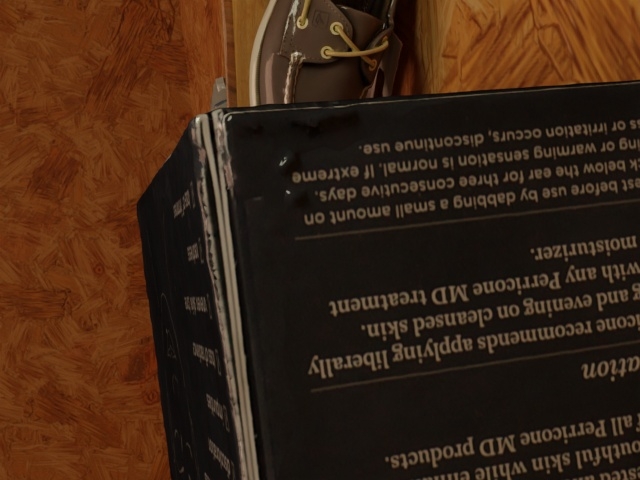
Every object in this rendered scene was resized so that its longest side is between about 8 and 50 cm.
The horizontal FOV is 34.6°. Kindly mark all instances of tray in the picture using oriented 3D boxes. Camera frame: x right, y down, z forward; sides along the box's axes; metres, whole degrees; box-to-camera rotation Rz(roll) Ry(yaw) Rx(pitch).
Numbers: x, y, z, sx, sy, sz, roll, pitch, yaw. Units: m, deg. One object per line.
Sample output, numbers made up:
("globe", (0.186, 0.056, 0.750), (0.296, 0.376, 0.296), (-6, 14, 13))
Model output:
("tray", (-0.057, -0.237, 1.228), (0.411, 0.076, 0.202), (-87, -4, -69))

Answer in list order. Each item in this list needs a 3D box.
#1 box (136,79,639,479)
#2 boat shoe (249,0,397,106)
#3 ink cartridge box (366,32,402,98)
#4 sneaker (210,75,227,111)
("box", (0.049, 0.165, 0.743), (0.480, 0.298, 0.471), (169, 95, -76))
("boat shoe", (0.018, -0.212, 0.967), (0.097, 0.117, 0.324), (8, 84, 55))
("ink cartridge box", (0.049, -0.215, 1.116), (0.181, 0.056, 0.224), (99, 151, -48))
("sneaker", (-0.077, -0.133, 1.438), (0.281, 0.105, 0.115), (58, -161, -65))
